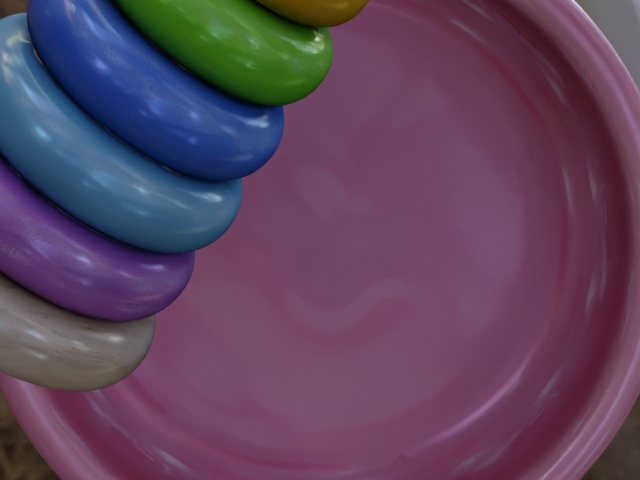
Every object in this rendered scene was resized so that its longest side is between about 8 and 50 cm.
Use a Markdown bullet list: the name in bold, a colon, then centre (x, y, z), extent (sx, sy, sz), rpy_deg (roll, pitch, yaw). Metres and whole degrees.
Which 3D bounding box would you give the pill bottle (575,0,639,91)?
- **pill bottle**: centre (0.247, -0.183, 1.392), extent (0.334, 0.188, 0.188), rpy_deg (-29, 94, -46)

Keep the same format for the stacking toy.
- **stacking toy**: centre (-0.039, -0.101, 0.764), extent (0.141, 0.330, 0.141), rpy_deg (34, 20, -15)

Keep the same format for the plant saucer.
- **plant saucer**: centre (0.000, 0.000, 0.967), extent (0.332, 0.332, 0.084), rpy_deg (58, 6, -10)
